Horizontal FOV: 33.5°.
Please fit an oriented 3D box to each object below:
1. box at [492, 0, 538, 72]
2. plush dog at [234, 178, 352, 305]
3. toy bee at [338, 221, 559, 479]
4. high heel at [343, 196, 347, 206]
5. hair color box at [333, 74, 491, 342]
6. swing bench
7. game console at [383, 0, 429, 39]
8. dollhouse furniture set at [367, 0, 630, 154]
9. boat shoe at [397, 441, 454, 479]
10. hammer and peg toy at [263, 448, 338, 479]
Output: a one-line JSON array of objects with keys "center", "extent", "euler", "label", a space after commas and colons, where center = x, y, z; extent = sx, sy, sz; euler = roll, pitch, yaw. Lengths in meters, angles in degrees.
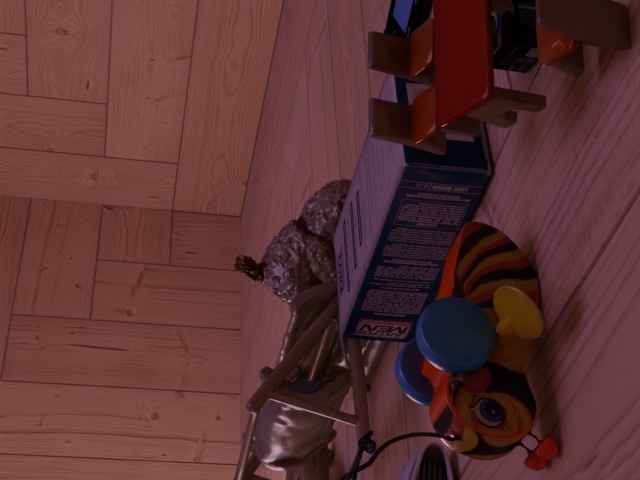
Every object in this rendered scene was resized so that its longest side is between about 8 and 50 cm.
[{"center": [0.192, -0.218, 1.057], "extent": [0.062, 0.052, 0.083], "euler": [130, 143, -71], "label": "box"}, {"center": [0.000, 0.000, 1.748], "extent": [0.225, 0.210, 0.262], "euler": [-58, 15, 4], "label": "plush dog"}, {"center": [0.145, 0.134, 0.970], "extent": [0.298, 0.162, 0.195], "euler": [-62, -4, -13], "label": "toy bee"}, {"center": [0.084, -0.070, 1.526], "extent": [0.117, 0.082, 0.244], "euler": [-116, 43, -90], "label": "high heel"}, {"center": [0.102, -0.038, 1.324], "extent": [0.347, 0.105, 0.174], "euler": [108, 164, -50], "label": "hair color box"}, {"center": [-0.007, 0.216, 1.496], "extent": [0.253, 0.165, 0.255], "euler": [106, -178, -49], "label": "swing bench"}, {"center": [0.144, -0.411, 1.448], "extent": [0.213, 0.044, 0.361], "euler": [-98, 16, -53], "label": "game console"}, {"center": [0.128, -0.232, 0.962], "extent": [0.262, 0.135, 0.259], "euler": [-28, 57, 57], "label": "dollhouse furniture set"}, {"center": [0.113, 0.322, 1.151], "extent": [0.226, 0.083, 0.076], "euler": [-94, 12, -44], "label": "boat shoe"}, {"center": [-0.047, 0.472, 1.865], "extent": [0.361, 0.127, 0.266], "euler": [-122, 38, -74], "label": "hammer and peg toy"}]
